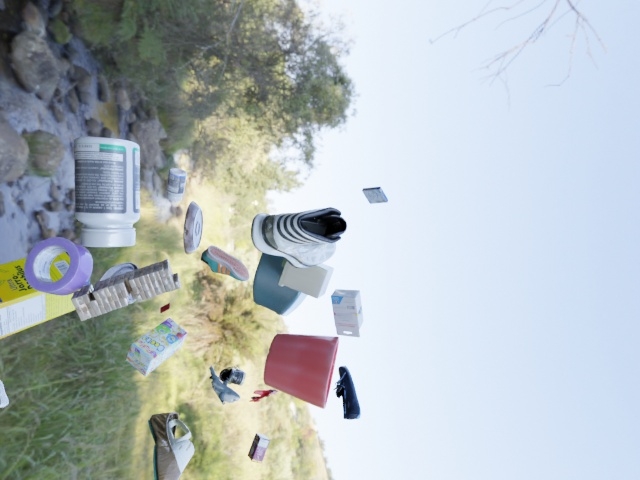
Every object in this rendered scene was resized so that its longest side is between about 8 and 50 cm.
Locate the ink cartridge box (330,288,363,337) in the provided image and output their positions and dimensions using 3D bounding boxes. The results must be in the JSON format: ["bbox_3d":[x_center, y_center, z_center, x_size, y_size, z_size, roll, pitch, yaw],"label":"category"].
[{"bbox_3d":[0.109,0.286,1.636,0.061,0.104,0.181,-46,132,-58],"label":"ink cartridge box"}]

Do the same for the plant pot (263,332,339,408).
[{"bbox_3d":[-0.072,0.474,1.571,0.275,0.243,0.275,10,90,-83],"label":"plant pot"}]

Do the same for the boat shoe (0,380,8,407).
[{"bbox_3d":[-0.948,0.442,1.208,0.100,0.035,0.035,57,-9,11],"label":"boat shoe"}]

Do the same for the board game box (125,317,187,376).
[{"bbox_3d":[-0.882,0.571,2.247,0.142,0.144,0.275,-60,170,30],"label":"board game box"}]

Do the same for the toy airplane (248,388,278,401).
[{"bbox_3d":[-0.259,0.689,1.842,0.151,0.151,0.028,105,-25,-56],"label":"toy airplane"}]

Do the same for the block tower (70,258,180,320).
[{"bbox_3d":[-0.670,0.166,1.451,0.091,0.335,0.097,-135,-149,-63],"label":"block tower"}]

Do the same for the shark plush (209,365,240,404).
[{"bbox_3d":[-0.373,0.551,1.574,0.161,0.067,0.073,45,-25,28],"label":"shark plush"}]

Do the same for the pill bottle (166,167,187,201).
[{"bbox_3d":[-0.657,-0.252,1.888,0.078,0.078,0.137,-116,-141,-59],"label":"pill bottle"}]

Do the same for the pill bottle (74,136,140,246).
[{"bbox_3d":[-0.737,-0.164,1.441,0.204,0.204,0.361,-161,-108,-77],"label":"pill bottle"}]

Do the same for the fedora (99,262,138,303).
[{"bbox_3d":[-1.002,0.241,2.130,0.244,0.124,0.275,-59,172,-7],"label":"fedora"}]

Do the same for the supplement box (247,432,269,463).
[{"bbox_3d":[-0.226,0.757,1.513,0.055,0.043,0.083,-11,-125,64],"label":"supplement box"}]

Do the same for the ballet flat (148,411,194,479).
[{"bbox_3d":[-0.478,0.664,1.338,0.342,0.124,0.116,24,-51,62],"label":"ballet flat"}]

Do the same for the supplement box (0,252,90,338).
[{"bbox_3d":[-1.142,0.199,1.644,0.195,0.356,0.194,41,-53,20],"label":"supplement box"}]

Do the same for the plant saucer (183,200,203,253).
[{"bbox_3d":[-0.725,-0.069,2.382,0.310,0.050,0.311,-175,-90,-87],"label":"plant saucer"}]

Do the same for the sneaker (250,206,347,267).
[{"bbox_3d":[0.000,0.001,1.391,0.447,0.257,0.169,16,73,-59],"label":"sneaker"}]

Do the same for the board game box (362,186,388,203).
[{"bbox_3d":[0.242,-0.200,1.838,0.090,0.090,0.020,52,49,-40],"label":"board game box"}]

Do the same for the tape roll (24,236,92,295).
[{"bbox_3d":[-0.887,0.089,1.409,0.080,0.188,0.189,80,2,-74],"label":"tape roll"}]

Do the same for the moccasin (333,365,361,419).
[{"bbox_3d":[0.139,0.868,2.400,0.342,0.116,0.138,-111,-166,-57],"label":"moccasin"}]

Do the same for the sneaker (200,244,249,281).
[{"bbox_3d":[-0.552,0.148,2.395,0.121,0.302,0.108,-35,-154,34],"label":"sneaker"}]

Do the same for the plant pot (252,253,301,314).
[{"bbox_3d":[-0.175,0.203,1.888,0.247,0.247,0.252,72,42,-76],"label":"plant pot"}]

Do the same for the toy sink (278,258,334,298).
[{"bbox_3d":[-0.084,0.133,1.679,0.153,0.234,0.131,3,108,-79],"label":"toy sink"}]

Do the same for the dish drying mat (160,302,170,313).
[{"bbox_3d":[-0.762,0.332,2.035,0.083,0.008,0.032,-26,-123,35],"label":"dish drying mat"}]

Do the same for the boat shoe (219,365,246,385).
[{"bbox_3d":[-0.417,0.609,1.883,0.233,0.079,0.084,-21,-126,56],"label":"boat shoe"}]
